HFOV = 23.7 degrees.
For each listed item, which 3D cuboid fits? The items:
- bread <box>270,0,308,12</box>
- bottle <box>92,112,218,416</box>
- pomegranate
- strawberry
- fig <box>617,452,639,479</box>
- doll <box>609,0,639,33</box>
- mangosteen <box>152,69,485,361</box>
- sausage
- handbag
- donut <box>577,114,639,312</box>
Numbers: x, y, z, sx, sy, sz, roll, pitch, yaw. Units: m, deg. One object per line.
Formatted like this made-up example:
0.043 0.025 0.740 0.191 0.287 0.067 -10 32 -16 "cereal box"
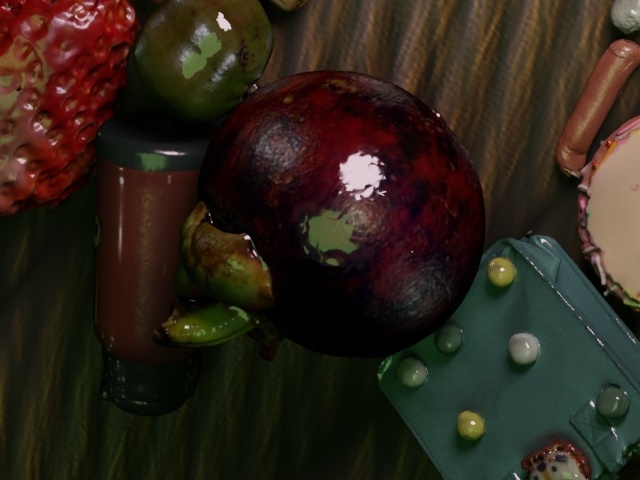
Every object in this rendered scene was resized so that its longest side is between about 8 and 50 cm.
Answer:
-0.047 -0.299 1.608 0.115 0.056 0.082 36 137 15 "bread"
-0.188 0.033 1.706 0.144 0.144 0.336 10 111 10 "bottle"
-0.128 -0.216 1.598 0.131 0.191 0.152 28 112 -37 "pomegranate"
-0.351 -0.165 1.674 0.265 0.149 0.336 45 110 -2 "strawberry"
0.324 0.283 1.662 0.154 0.144 0.165 43 105 -13 "fig"
0.393 -0.198 1.528 0.214 0.071 0.103 36 110 15 "doll"
0.000 0.000 1.543 0.306 0.306 0.359 41 69 -2 "mangosteen"
0.287 -0.138 1.592 0.042 0.036 0.158 39 116 36 "sausage"
0.205 0.157 1.598 0.269 0.100 0.274 -48 61 30 "handbag"
0.373 -0.046 1.569 0.232 0.085 0.199 -23 96 15 "donut"
